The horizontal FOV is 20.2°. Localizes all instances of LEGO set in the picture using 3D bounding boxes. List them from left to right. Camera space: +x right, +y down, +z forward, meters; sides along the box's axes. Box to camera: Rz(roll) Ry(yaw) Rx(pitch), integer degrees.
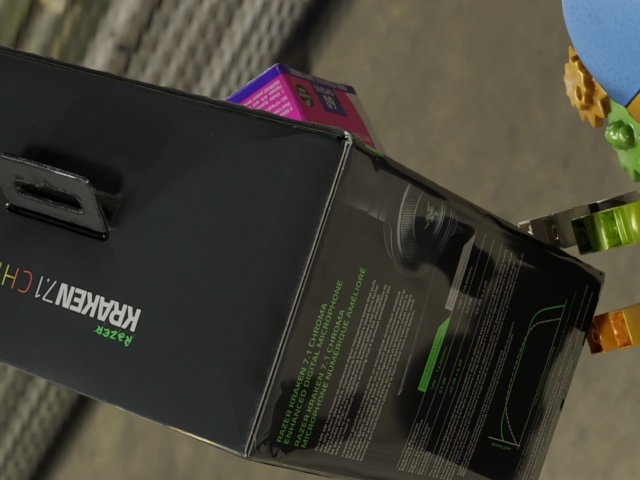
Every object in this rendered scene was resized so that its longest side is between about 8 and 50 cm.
[{"bbox_3d":[0.184,0.008,0.856,0.227,0.093,0.087,160,94,-76],"label":"LEGO set"}]

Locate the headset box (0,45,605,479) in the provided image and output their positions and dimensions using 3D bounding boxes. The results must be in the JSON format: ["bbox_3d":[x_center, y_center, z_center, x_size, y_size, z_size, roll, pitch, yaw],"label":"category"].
[{"bbox_3d":[-0.046,0.017,0.817,0.246,0.283,0.131,16,87,33],"label":"headset box"}]

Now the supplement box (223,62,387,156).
[{"bbox_3d":[0.000,0.000,1.274,0.114,0.111,0.220,-32,71,24],"label":"supplement box"}]

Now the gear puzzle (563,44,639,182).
[{"bbox_3d":[0.269,-0.127,1.521,0.339,0.044,0.175,-137,39,-70],"label":"gear puzzle"}]

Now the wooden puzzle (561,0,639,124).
[{"bbox_3d":[0.103,-0.145,0.560,0.080,0.348,0.322,-49,-4,-17],"label":"wooden puzzle"}]
